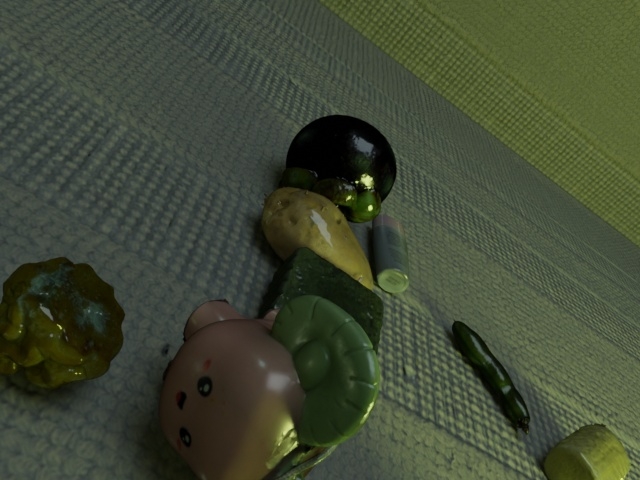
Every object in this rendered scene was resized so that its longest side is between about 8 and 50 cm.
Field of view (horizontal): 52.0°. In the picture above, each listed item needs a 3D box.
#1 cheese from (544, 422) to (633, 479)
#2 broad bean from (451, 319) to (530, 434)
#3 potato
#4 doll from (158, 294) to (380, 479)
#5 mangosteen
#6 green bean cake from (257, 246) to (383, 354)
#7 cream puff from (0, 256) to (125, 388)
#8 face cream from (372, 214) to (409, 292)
[{"bbox_3d":[0.493,0.415,1.212,0.167,0.094,0.123,-7,65,-49],"label":"cheese"},{"bbox_3d":[0.334,0.257,1.274,0.065,0.046,0.254,2,49,-50],"label":"broad bean"},{"bbox_3d":[-0.002,0.001,1.126,0.161,0.128,0.235,-5,58,-51],"label":"potato"},{"bbox_3d":[-0.051,0.179,0.712,0.216,0.284,0.268,11,16,-43],"label":"doll"},{"bbox_3d":[0.034,-0.132,1.285,0.243,0.243,0.243,30,31,-21],"label":"mangosteen"},{"bbox_3d":[0.000,0.122,1.000,0.183,0.094,0.185,36,30,-12],"label":"green bean cake"},{"bbox_3d":[-0.287,0.094,0.690,0.146,0.116,0.146,58,15,-24],"label":"cream puff"},{"bbox_3d":[0.142,0.024,1.345,0.084,0.057,0.198,33,28,-17],"label":"face cream"}]
